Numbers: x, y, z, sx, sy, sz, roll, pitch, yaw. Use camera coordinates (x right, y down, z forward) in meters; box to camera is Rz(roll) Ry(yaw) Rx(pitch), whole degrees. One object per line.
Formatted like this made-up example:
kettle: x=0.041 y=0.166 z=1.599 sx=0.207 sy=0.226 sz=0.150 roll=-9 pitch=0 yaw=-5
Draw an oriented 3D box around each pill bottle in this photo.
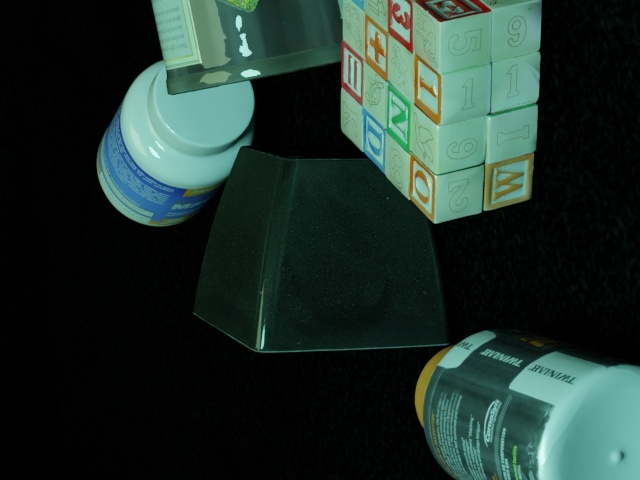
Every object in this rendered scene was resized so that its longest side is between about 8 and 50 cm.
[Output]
pill bottle: x=-0.160 y=-0.119 z=1.882 sx=0.272 sy=0.152 sz=0.152 roll=142 pitch=113 yaw=-69
pill bottle: x=0.158 y=0.136 z=1.225 sx=0.245 sy=0.130 sz=0.130 roll=-166 pitch=64 yaw=-67

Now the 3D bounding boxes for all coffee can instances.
coffee can: x=-0.062 y=-0.279 z=1.434 sx=0.201 sy=0.201 sz=0.275 roll=-175 pitch=72 yaw=-69

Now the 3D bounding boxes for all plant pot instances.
plant pot: x=0.000 y=0.000 z=1.508 sx=0.187 sy=0.188 sz=0.167 roll=-160 pitch=69 yaw=-67

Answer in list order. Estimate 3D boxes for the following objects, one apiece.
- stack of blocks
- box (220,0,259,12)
stack of blocks: x=0.089 y=-0.186 z=1.259 sx=0.171 sy=0.087 sz=0.297 roll=-131 pitch=33 yaw=-51
box: x=-0.051 y=-0.357 z=1.096 sx=0.290 sy=0.177 sz=0.279 roll=-80 pitch=16 yaw=-56
